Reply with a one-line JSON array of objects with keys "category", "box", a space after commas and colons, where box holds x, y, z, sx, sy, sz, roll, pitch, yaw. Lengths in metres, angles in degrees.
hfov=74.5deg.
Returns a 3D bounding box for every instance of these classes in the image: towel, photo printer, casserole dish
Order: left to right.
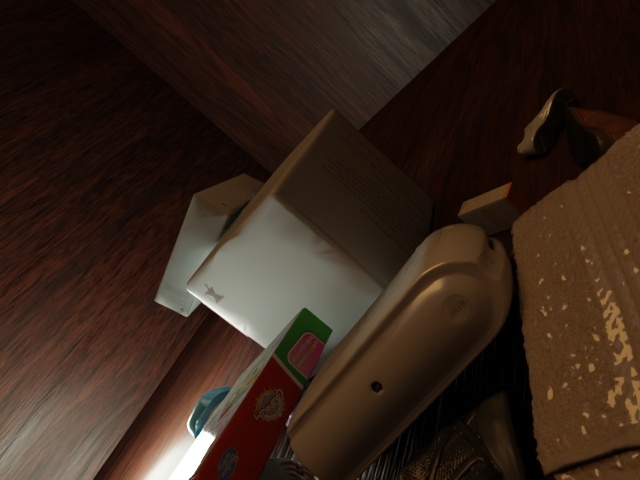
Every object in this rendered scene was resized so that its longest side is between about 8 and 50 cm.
[{"category": "casserole dish", "box": [-0.270, 0.419, 1.048, 0.114, 0.037, 0.188, -65, -17, -5]}, {"category": "photo printer", "box": [0.109, 0.113, 0.524, 0.307, 0.107, 0.256, -53, -8, 16]}, {"category": "towel", "box": [0.232, 0.034, 0.322, 0.187, 0.049, 0.282, -52, 18, 46]}]

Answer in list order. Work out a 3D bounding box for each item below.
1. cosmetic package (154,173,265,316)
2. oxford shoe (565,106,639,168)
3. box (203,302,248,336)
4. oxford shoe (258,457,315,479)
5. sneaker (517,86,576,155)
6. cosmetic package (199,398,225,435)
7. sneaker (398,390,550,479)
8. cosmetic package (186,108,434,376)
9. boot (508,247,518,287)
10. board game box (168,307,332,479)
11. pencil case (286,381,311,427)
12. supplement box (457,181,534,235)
[{"category": "cosmetic package", "box": [-0.268, -0.011, 1.113, 0.284, 0.097, 0.377, -62, 1, 17]}, {"category": "oxford shoe", "box": [0.406, -0.151, 0.606, 0.076, 0.076, 0.212, -11, 25, 18]}, {"category": "box", "box": [-0.250, 0.203, 1.395, 0.243, 0.213, 0.117, -29, 24, 56]}, {"category": "oxford shoe", "box": [-0.054, 0.342, 0.541, 0.397, 0.140, 0.146, -36, 14, 42]}, {"category": "sneaker", "box": [0.410, -0.218, 0.770, 0.152, 0.054, 0.061, -53, 11, -11]}, {"category": "cosmetic package", "box": [-0.162, 0.379, 0.907, 0.231, 0.085, 0.117, -42, 15, 23]}, {"category": "sneaker", "box": [0.128, 0.241, 0.343, 0.130, 0.087, 0.227, -44, 11, 29]}, {"category": "cosmetic package", "box": [0.000, 0.000, 0.899, 0.329, 0.327, 0.393, -40, 15, 37]}, {"category": "boot", "box": [0.274, 0.050, 0.402, 0.236, 0.085, 0.178, -34, 23, 53]}, {"category": "board game box", "box": [-0.118, 0.271, 0.625, 0.242, 0.064, 0.316, -50, 1, 33]}, {"category": "pencil case", "box": [-0.006, 0.282, 0.680, 0.206, 0.088, 0.086, 167, 105, -69]}, {"category": "supplement box", "box": [0.284, -0.047, 0.682, 0.098, 0.062, 0.036, -26, 27, 58]}]
